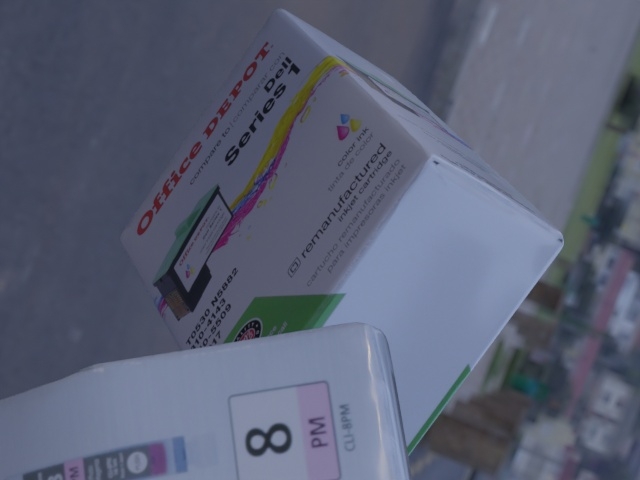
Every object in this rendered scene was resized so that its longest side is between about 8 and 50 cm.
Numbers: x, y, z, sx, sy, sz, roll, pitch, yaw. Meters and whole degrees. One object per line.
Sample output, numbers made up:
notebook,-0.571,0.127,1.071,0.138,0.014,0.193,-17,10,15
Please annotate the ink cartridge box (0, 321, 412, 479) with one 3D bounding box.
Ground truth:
ink cartridge box,-0.080,0.136,0.564,0.066,0.232,0.189,79,2,-72

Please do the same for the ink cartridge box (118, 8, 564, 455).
ink cartridge box,0.000,0.000,1.194,0.201,0.117,0.278,-55,-150,9
